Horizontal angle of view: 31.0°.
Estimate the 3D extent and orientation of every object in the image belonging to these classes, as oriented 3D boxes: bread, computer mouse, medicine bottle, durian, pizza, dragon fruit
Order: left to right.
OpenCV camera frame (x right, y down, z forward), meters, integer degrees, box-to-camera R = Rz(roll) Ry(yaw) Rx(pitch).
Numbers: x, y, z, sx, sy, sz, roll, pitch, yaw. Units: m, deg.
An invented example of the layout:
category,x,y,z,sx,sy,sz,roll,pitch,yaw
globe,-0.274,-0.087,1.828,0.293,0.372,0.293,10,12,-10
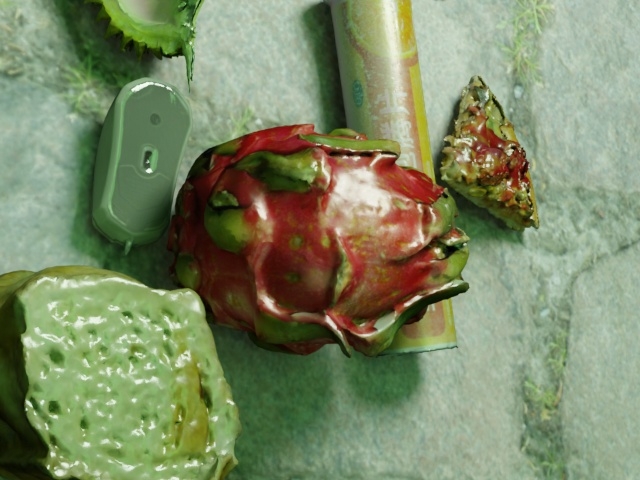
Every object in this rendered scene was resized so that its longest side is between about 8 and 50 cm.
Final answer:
category,x,y,z,sx,sy,sz,roll,pitch,yaw
bread,-0.212,0.126,1.001,0.196,0.252,0.238,-20,88,-32
computer mouse,-0.185,-0.072,1.167,0.089,0.056,0.181,13,80,-28
durian,-0.121,-0.349,1.169,0.158,0.169,0.351,31,94,-46
dragon fruit,-0.001,-0.002,1.146,0.303,0.237,0.231,-5,94,-5
medicine bottle,0.084,-0.085,1.295,0.108,0.108,0.426,-5,84,-30
pizza,0.204,-0.089,1.356,0.193,0.053,0.201,-37,105,-56
